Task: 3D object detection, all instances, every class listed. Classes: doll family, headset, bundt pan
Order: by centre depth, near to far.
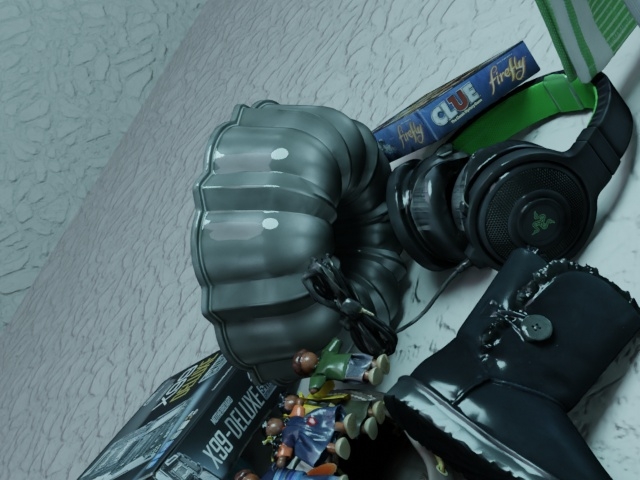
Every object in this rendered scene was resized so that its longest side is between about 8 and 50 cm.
[{"bbox_3d":[-0.011,0.174,0.826,0.111,0.076,0.193,2,35,28],"label":"doll family"},{"bbox_3d":[0.148,-0.049,0.933,0.394,0.185,0.243,-52,24,-19],"label":"headset"},{"bbox_3d":[0.000,0.000,1.009,0.124,0.331,0.331,-3,53,29],"label":"bundt pan"}]

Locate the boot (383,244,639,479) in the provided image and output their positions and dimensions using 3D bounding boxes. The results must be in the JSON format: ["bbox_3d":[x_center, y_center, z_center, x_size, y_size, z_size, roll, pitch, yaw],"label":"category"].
[{"bbox_3d":[0.202,0.123,0.732,0.207,0.094,0.246,-43,52,-19],"label":"boot"}]

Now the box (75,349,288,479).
[{"bbox_3d":[-0.178,0.248,1.121,0.242,0.076,0.307,-31,12,35],"label":"box"}]

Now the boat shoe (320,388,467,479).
[{"bbox_3d":[0.056,0.209,0.887,0.117,0.096,0.324,-57,26,-5],"label":"boat shoe"}]

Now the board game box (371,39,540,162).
[{"bbox_3d":[0.134,-0.153,1.105,0.165,0.042,0.243,-35,7,-21],"label":"board game box"}]

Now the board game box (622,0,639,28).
[{"bbox_3d":[0.294,-0.221,0.751,0.053,0.305,0.193,-39,30,11],"label":"board game box"}]

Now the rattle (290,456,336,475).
[{"bbox_3d":[-0.069,0.290,0.883,0.130,0.142,0.200,-96,14,-46],"label":"rattle"}]

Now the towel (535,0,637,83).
[{"bbox_3d":[0.310,-0.347,0.889,0.325,0.248,0.038,-49,40,-12],"label":"towel"}]

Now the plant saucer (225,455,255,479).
[{"bbox_3d":[-0.209,0.370,1.080,0.317,0.044,0.317,-26,15,7],"label":"plant saucer"}]
